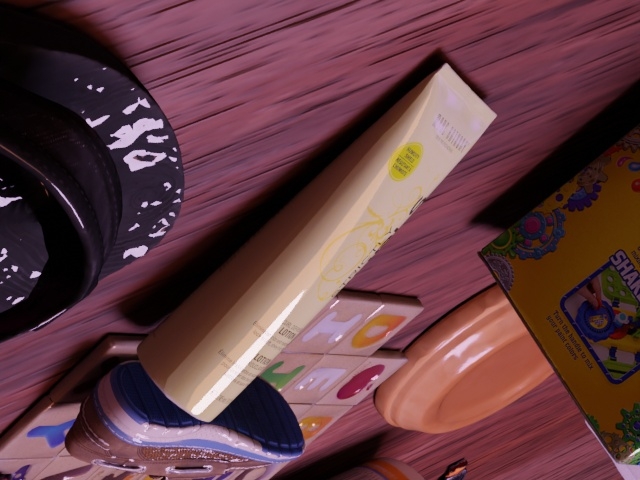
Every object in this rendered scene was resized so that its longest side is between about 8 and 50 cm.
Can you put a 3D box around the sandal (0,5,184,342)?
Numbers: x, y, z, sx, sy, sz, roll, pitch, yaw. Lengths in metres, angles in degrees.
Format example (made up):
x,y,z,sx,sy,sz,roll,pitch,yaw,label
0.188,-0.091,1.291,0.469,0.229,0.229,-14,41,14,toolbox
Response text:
x,y,z,sx,sy,sz,roll,pitch,yaw,label
-0.171,-0.024,0.645,0.167,0.107,0.446,-36,157,8,sandal

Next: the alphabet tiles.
x,y,z,sx,sy,sz,roll,pitch,yaw,label
-0.085,0.124,1.172,0.285,0.011,0.342,-43,155,22,alphabet tiles

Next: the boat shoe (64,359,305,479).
x,y,z,sx,sy,sz,roll,pitch,yaw,label
-0.084,0.114,1.071,0.066,0.066,0.183,-38,147,24,boat shoe

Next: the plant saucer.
x,y,z,sx,sy,sz,roll,pitch,yaw,label
0.135,0.090,1.355,0.200,0.037,0.200,-27,156,-13,plant saucer

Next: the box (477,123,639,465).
x,y,z,sx,sy,sz,roll,pitch,yaw,label
0.312,0.009,1.189,0.279,0.177,0.290,-40,155,19,box

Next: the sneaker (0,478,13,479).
x,y,z,sx,sy,sz,roll,pitch,yaw,label
-0.222,0.217,1.015,0.111,0.103,0.252,-33,173,17,sneaker

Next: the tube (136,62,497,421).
x,y,z,sx,sy,sz,roll,pitch,yaw,label
0.000,0.000,0.980,0.240,0.062,0.070,-45,-165,6,tube

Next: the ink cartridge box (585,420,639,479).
x,y,z,sx,sy,sz,roll,pitch,yaw,label
0.363,0.135,1.515,0.119,0.207,0.353,-6,145,-49,ink cartridge box

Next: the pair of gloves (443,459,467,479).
x,y,z,sx,sy,sz,roll,pitch,yaw,label
0.101,0.236,1.635,0.083,0.010,0.074,-28,155,-18,pair of gloves

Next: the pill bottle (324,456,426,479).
x,y,z,sx,sy,sz,roll,pitch,yaw,label
-0.031,0.287,1.386,0.272,0.152,0.152,-21,154,-27,pill bottle
